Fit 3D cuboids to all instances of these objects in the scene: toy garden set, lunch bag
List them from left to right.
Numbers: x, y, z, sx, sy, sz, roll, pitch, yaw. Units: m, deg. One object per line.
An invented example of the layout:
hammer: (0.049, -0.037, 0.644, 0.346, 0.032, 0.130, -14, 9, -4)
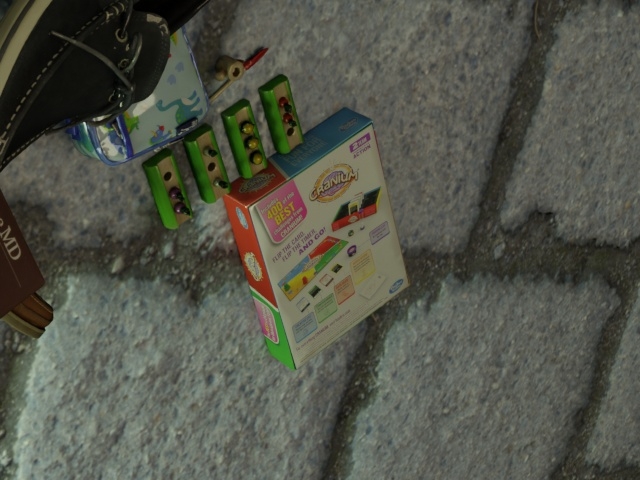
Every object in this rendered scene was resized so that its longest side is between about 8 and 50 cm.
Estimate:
lunch bag: (-0.242, -0.210, 1.955, 0.176, 0.090, 0.219, -27, 116, -28)
toy garden set: (-0.128, -0.152, 2.149, 0.244, 0.049, 0.204, -36, 133, -24)

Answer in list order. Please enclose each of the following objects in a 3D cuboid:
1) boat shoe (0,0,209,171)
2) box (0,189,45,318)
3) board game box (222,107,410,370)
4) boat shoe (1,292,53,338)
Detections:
boat shoe: (-0.245, -0.208, 1.717, 0.187, 0.156, 0.500, -53, -176, 46)
box: (-0.485, 0.066, 1.669, 0.381, 0.143, 0.191, -44, 120, -43)
board game box: (0.000, 0.000, 2.343, 0.242, 0.064, 0.317, -35, 132, -25)
boat shoe: (-0.405, 0.008, 1.928, 0.104, 0.110, 0.307, -51, 137, -9)
